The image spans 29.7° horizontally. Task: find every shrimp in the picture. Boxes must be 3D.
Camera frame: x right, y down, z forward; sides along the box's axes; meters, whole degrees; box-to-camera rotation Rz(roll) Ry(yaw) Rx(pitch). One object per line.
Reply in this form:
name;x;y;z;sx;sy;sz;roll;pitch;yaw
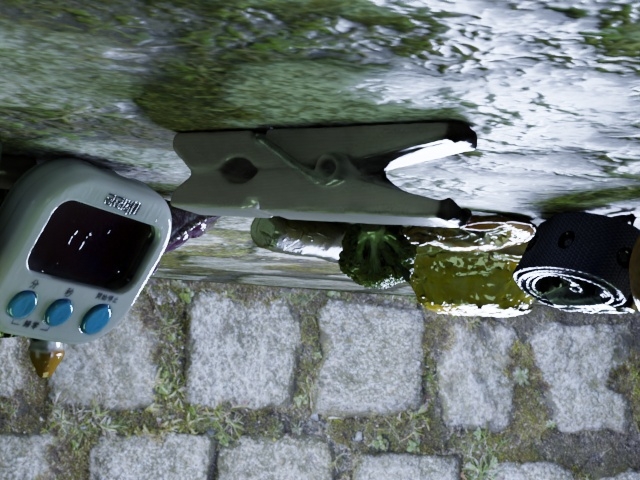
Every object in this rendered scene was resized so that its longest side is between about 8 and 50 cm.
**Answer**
shrimp;0.229;-0.012;1.814;0.236;0.053;0.133;5;172;-33

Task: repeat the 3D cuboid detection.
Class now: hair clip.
hair clip;-0.004;-0.069;1.236;0.330;0.101;0.085;3;178;26

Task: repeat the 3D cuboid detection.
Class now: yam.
yam;0.000;0.000;1.969;0.071;0.067;0.317;28;-169;35

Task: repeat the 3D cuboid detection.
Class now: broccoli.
broccoli;0.090;0.018;1.913;0.130;0.131;0.120;3;134;19

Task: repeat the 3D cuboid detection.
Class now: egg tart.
egg tart;0.269;0.062;2.078;0.341;0.132;0.341;2;173;0

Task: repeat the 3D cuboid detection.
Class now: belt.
belt;0.383;0.025;1.747;0.139;0.126;0.230;31;164;-15

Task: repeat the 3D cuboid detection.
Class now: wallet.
wallet;-0.434;-0.086;1.539;0.152;0.039;0.118;2;172;-4

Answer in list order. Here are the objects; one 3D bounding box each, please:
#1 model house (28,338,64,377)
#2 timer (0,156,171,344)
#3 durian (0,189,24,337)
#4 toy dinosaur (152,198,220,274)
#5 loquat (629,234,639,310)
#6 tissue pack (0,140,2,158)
model house;-0.498;0.093;2.098;0.271;0.301;0.190;0;180;24
timer;-0.321;0.015;1.551;0.087;0.237;0.262;34;-173;33
durian;-0.443;0.025;1.702;0.291;0.225;0.291;-2;-179;0
toy dinosaur;-0.177;-0.023;1.742;0.251;0.072;0.200;-21;-162;-2
loquat;0.510;0.042;1.548;0.238;0.193;0.238;16;-167;-4
tissue pack;-0.456;-0.006;1.404;0.159;0.229;0.145;3;175;-8
